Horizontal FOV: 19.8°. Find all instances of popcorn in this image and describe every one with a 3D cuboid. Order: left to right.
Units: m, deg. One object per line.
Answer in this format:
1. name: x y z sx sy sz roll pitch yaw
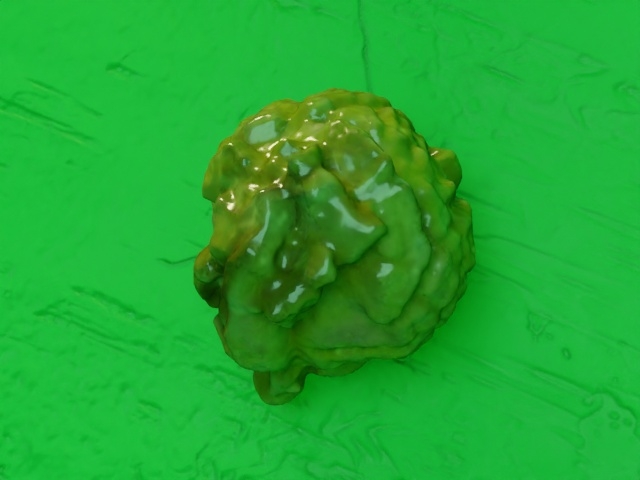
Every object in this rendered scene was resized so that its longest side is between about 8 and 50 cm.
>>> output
1. popcorn: 0.000 0.000 1.457 0.259 0.212 0.259 -3 72 10
